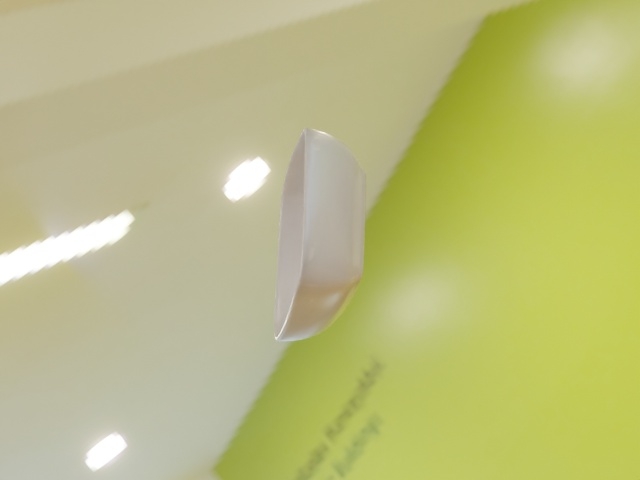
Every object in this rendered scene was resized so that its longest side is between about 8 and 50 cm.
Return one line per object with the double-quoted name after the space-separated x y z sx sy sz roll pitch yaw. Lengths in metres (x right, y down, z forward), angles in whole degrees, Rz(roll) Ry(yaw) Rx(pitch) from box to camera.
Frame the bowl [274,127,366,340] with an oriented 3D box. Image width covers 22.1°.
0.000 0.000 1.248 0.053 0.142 0.142 7 -24 -9 "bowl"
